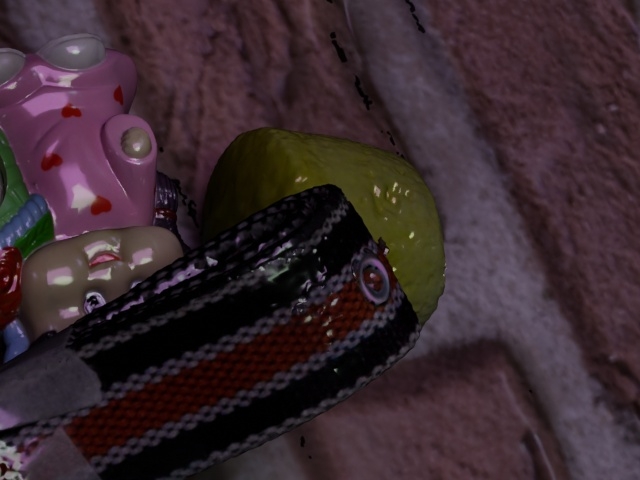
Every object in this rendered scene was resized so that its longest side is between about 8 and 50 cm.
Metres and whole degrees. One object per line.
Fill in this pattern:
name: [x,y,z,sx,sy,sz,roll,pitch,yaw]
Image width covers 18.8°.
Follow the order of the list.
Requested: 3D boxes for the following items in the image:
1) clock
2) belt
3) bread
clock: [-0.156,0.007,0.995,0.194,0.100,0.195,-15,71,-21]
belt: [-0.124,0.093,0.891,0.359,0.126,0.094,-29,94,-7]
bread: [0.000,0.000,1.053,0.114,0.111,0.129,0,72,-29]
